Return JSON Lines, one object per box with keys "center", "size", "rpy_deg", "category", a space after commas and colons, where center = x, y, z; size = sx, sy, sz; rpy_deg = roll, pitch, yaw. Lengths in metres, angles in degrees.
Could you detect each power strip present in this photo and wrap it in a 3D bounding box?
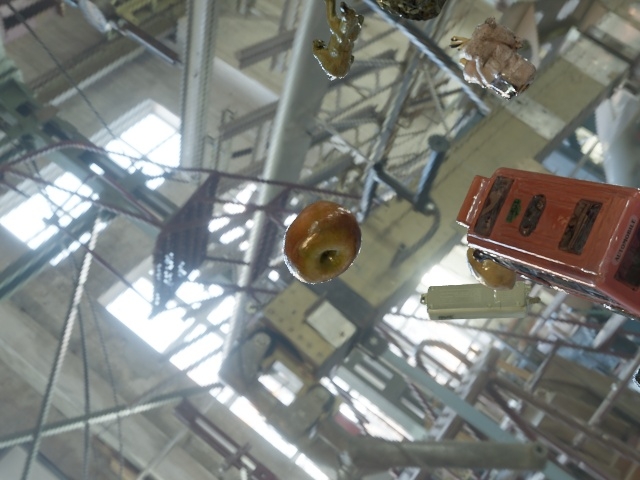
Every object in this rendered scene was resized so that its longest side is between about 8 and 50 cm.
{"center": [0.456, 0.173, 2.176], "size": [0.058, 0.338, 0.098], "rpy_deg": [63, -151, -50], "category": "power strip"}

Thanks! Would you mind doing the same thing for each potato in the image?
{"center": [0.424, 0.062, 1.895], "size": [0.112, 0.147, 0.112], "rpy_deg": [-24, -40, -22], "category": "potato"}

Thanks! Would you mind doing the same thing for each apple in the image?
{"center": [0.000, 0.000, 2.086], "size": [0.234, 0.173, 0.210], "rpy_deg": [-37, -47, 10], "category": "apple"}

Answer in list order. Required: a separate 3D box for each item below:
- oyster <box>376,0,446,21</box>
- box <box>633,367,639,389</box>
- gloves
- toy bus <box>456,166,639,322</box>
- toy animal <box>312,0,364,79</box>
{"center": [0.149, -0.590, 1.446], "size": [0.162, 0.158, 0.351], "rpy_deg": [-38, -52, -31], "category": "oyster"}
{"center": [0.888, 0.395, 1.852], "size": [0.160, 0.230, 0.050], "rpy_deg": [-1, -56, -16], "category": "box"}
{"center": [0.291, -0.301, 1.255], "size": [0.094, 0.144, 0.110], "rpy_deg": [-40, 9, -7], "category": "gloves"}
{"center": [0.450, -0.007, 1.374], "size": [0.203, 0.232, 0.427], "rpy_deg": [-66, 25, 1], "category": "toy bus"}
{"center": [0.044, -0.429, 1.614], "size": [0.219, 0.103, 0.101], "rpy_deg": [109, 164, -50], "category": "toy animal"}
